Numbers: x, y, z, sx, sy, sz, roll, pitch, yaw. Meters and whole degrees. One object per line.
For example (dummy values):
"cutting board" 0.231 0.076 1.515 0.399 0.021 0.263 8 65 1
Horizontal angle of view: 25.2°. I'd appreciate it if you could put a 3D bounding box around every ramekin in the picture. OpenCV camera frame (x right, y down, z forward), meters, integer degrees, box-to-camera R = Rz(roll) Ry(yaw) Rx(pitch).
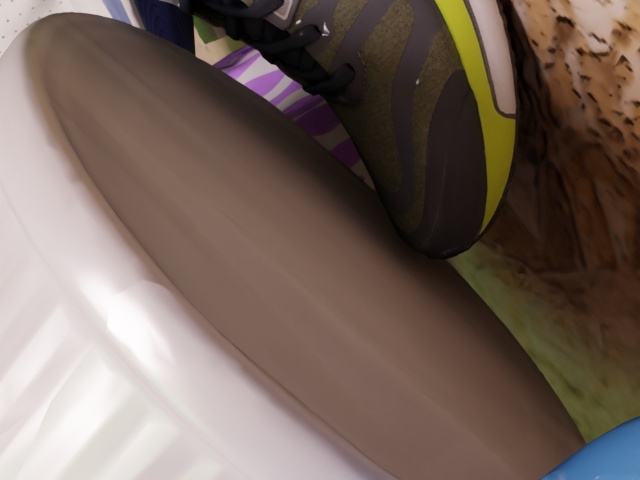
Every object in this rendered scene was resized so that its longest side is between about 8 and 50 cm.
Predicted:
"ramekin" -0.035 0.052 0.520 0.273 0.127 0.273 40 -165 -13

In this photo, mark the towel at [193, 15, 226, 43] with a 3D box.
"towel" -0.053 -0.157 0.700 0.113 0.023 0.152 64 161 -11

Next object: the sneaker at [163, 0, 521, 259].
"sneaker" -0.032 -0.116 0.558 0.300 0.121 0.111 58 160 -3

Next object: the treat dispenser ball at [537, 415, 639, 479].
"treat dispenser ball" 0.147 0.165 0.324 0.288 0.288 0.288 47 157 26

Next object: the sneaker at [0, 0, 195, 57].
"sneaker" -0.189 -0.142 0.634 0.315 0.182 0.127 54 -156 -48

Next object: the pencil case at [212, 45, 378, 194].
"pencil case" 0.000 0.000 0.707 0.086 0.088 0.206 45 158 56
